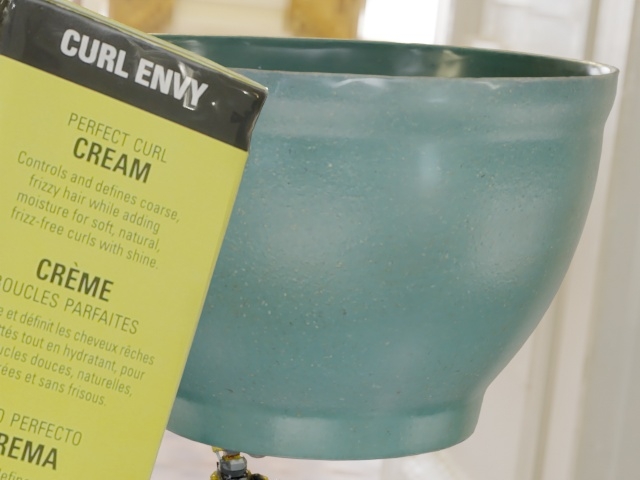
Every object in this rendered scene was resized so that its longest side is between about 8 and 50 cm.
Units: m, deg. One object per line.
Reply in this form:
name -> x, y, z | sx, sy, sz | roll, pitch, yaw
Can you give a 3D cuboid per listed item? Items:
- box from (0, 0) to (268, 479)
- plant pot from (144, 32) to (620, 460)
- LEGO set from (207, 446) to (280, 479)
box -> -0.083, 0.071, 0.366 | 0.058, 0.232, 0.087 | 20, -7, -29
plant pot -> 0.000, 0.000, 1.008 | 0.293, 0.196, 0.293 | 3, 8, 0
LEGO set -> -0.143, 0.227, 1.515 | 0.331, 0.192, 0.255 | -1, 32, -12
